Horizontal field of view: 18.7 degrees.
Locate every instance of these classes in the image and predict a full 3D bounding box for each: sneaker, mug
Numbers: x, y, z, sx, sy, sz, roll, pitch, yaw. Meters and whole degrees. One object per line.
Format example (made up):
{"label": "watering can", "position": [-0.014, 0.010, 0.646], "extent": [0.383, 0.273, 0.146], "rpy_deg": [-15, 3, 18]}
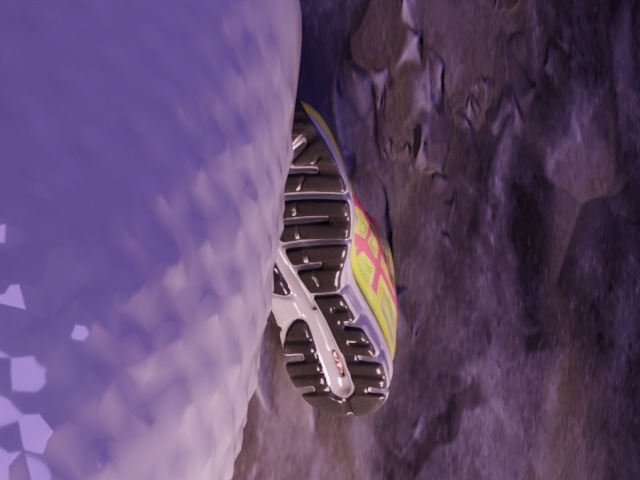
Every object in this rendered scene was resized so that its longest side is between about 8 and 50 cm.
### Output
{"label": "sneaker", "position": [0.000, 0.000, 1.184], "extent": [0.094, 0.081, 0.208], "rpy_deg": [-62, 144, -53]}
{"label": "mug", "position": [-0.161, 0.063, 0.679], "extent": [0.374, 0.276, 0.328], "rpy_deg": [101, -4, -50]}
